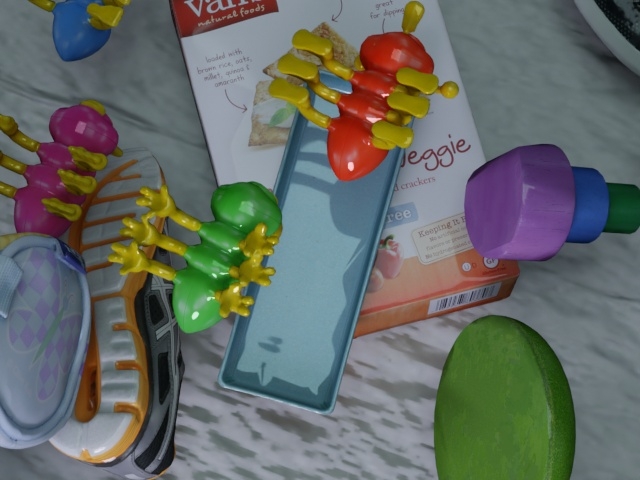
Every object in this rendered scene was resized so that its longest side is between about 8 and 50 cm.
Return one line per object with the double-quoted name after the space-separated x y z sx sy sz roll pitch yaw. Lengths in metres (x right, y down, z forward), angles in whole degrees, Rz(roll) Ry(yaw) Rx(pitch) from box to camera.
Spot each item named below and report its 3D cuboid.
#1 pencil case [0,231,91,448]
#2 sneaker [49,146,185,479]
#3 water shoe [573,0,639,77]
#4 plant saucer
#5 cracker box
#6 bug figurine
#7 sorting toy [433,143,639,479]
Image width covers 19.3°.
-0.261 0.048 1.021 0.273 0.124 0.113 1 69 25 "pencil case"
-0.118 0.042 1.093 0.084 0.083 0.215 -12 56 20 "sneaker"
0.188 -0.176 1.135 0.073 0.080 0.203 -23 72 -48 "water shoe"
0.000 0.000 1.064 0.067 0.018 0.192 15 76 5 "plant saucer"
0.011 -0.061 1.122 0.156 0.067 0.232 -15 75 -4 "cracker box"
-0.073 -0.069 1.048 0.279 0.072 0.216 25 78 24 "bug figurine"
0.142 0.131 1.042 0.126 0.127 0.365 3 89 -23 "sorting toy"
